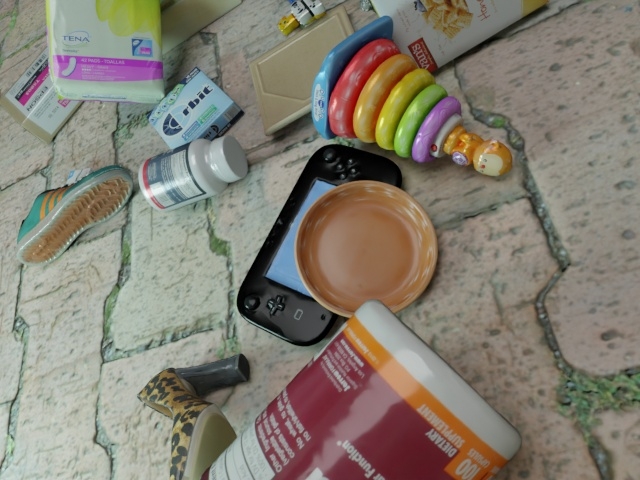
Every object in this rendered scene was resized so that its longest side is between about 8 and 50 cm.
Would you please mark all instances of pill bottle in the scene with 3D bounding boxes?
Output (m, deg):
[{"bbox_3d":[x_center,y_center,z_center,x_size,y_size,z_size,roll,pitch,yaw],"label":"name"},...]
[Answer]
[{"bbox_3d":[0.004,0.276,0.632,0.392,0.224,0.224,-47,52,0],"label":"pill bottle"},{"bbox_3d":[-0.230,-0.126,1.060,0.180,0.108,0.108,-16,58,21],"label":"pill bottle"}]

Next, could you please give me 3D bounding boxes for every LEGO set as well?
[{"bbox_3d":[-0.065,-0.483,1.175,0.093,0.087,0.227,-38,58,11],"label":"LEGO set"}]

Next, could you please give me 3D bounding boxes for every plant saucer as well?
[{"bbox_3d":[0.063,0.014,0.818,0.200,0.037,0.200,-1,75,4],"label":"plant saucer"}]

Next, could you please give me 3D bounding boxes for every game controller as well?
[{"bbox_3d":[0.000,0.000,0.884,0.166,0.067,0.319,18,76,36],"label":"game controller"}]

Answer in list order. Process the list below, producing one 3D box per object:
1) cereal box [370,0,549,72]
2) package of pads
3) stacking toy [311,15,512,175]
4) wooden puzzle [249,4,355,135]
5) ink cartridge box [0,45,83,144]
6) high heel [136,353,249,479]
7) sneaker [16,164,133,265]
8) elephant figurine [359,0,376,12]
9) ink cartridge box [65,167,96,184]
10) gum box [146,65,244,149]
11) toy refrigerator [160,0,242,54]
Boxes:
[{"bbox_3d":[0.211,-0.385,0.901,0.240,0.173,0.047,-30,31,14],"label":"cereal box"},{"bbox_3d":[-0.457,-0.445,1.227,0.101,0.229,0.296,178,89,-69],"label":"package of pads"},{"bbox_3d":[0.147,-0.177,0.855,0.302,0.175,0.166,36,61,21],"label":"stacking toy"},{"bbox_3d":[-0.024,-0.318,1.090,0.221,0.044,0.239,-26,50,16],"label":"wooden puzzle"},{"bbox_3d":[-0.691,-0.388,1.484,0.193,0.088,0.235,34,84,39],"label":"ink cartridge box"},{"bbox_3d":[-0.209,0.268,0.800,0.186,0.093,0.261,-18,23,16],"label":"high heel"},{"bbox_3d":[-0.523,-0.077,1.205,0.302,0.108,0.121,-34,57,12],"label":"sneaker"},{"bbox_3d":[0.197,-0.465,0.977,0.239,0.169,0.186,2,94,14],"label":"elephant figurine"},{"bbox_3d":[-0.525,-0.133,1.286,0.083,0.028,0.048,-5,63,28],"label":"ink cartridge box"},{"bbox_3d":[-0.262,-0.259,1.193,0.157,0.041,0.184,-45,51,3],"label":"gum box"},{"bbox_3d":[-0.325,-0.544,1.350,0.269,0.094,0.102,-26,54,15],"label":"toy refrigerator"}]
